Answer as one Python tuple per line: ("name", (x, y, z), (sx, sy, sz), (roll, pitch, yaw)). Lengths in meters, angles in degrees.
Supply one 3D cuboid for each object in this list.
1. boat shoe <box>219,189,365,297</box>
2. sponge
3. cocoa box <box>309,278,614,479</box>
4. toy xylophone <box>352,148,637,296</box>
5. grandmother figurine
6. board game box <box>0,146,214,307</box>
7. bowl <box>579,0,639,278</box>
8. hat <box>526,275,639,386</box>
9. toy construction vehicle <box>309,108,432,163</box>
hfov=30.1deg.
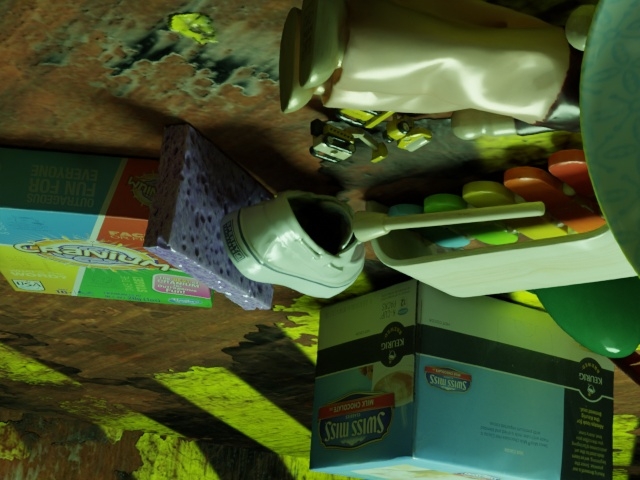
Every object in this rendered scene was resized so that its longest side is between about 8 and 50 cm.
("boat shoe", (0.000, 0.000, 1.167), (0.084, 0.095, 0.258), (-28, 170, 21))
("sponge", (-0.096, -0.016, 1.125), (0.031, 0.117, 0.210), (-2, 161, 23))
("cocoa box", (0.190, 0.212, 1.580), (0.347, 0.228, 0.231), (16, 159, -31))
("toy xylophone", (0.176, -0.017, 1.111), (0.322, 0.081, 0.236), (-6, 159, 31))
("grandmother figurine", (0.153, -0.115, 0.805), (0.342, 0.104, 0.208), (6, 178, -13))
("board game box", (-0.238, -0.007, 1.274), (0.242, 0.064, 0.316), (5, 162, 0))
("bowl", (0.301, -0.073, 0.646), (0.156, 0.290, 0.289), (-26, -178, -35))
("hat", (0.319, 0.126, 1.353), (0.208, 0.184, 0.173), (-1, 161, 17))
("toy construction vehicle", (0.037, -0.097, 0.992), (0.098, 0.035, 0.086), (15, 149, -36))
